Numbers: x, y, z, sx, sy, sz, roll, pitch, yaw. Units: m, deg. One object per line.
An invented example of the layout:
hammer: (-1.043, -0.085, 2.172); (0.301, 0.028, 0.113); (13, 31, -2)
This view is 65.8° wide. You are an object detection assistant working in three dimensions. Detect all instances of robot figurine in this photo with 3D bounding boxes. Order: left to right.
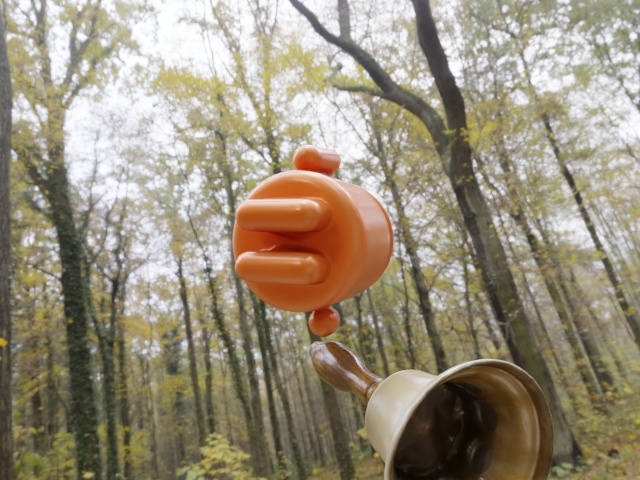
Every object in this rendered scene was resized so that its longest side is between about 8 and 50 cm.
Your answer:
robot figurine: (-0.001, 0.002, 0.484); (0.128, 0.158, 0.219); (-40, -12, 17)

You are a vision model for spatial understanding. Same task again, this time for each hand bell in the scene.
hand bell: (0.043, 0.124, 0.402); (0.126, 0.126, 0.242); (-3, 5, -25)
